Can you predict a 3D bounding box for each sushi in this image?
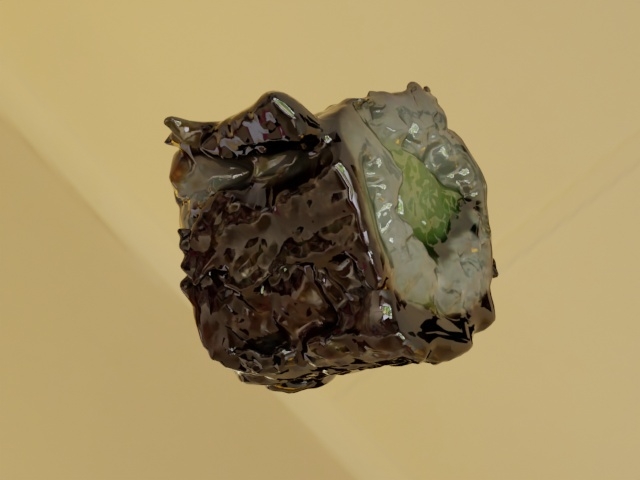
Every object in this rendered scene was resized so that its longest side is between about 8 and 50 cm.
[{"bbox_3d":[0.001,0.000,0.538,0.084,0.098,0.094,-18,-97,39],"label":"sushi"}]
